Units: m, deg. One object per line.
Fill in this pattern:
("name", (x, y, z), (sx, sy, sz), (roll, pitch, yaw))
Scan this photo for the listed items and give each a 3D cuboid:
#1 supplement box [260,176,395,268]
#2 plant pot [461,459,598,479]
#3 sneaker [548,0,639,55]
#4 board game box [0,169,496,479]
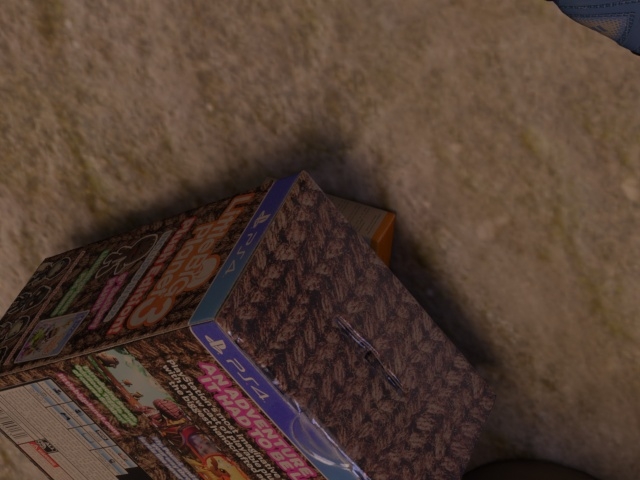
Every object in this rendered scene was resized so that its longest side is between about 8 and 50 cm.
("supplement box", (0.000, 0.000, 1.247), (0.098, 0.036, 0.062), (17, 133, 15))
("plant pot", (0.128, 0.320, 1.268), (0.323, 0.280, 0.323), (14, 130, 17))
("sneaker", (0.247, -0.200, 0.917), (0.147, 0.130, 0.330), (37, 141, -19))
("board game box", (-0.069, 0.108, 1.260), (0.291, 0.141, 0.232), (-16, 124, 43))
